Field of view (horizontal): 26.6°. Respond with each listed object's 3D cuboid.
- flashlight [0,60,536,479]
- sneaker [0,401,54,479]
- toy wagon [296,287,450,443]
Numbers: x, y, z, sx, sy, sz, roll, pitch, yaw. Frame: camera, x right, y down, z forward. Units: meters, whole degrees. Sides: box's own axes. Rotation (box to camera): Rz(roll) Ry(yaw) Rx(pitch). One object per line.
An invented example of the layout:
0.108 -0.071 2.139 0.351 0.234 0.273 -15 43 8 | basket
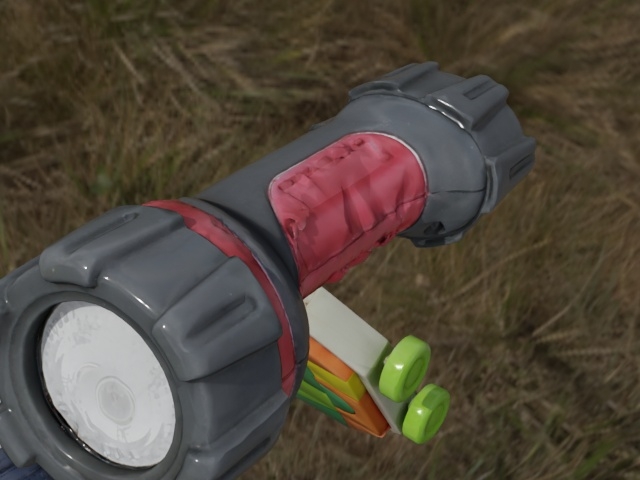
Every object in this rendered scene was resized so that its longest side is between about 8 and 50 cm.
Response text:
0.000 0.000 0.545 0.103 0.103 0.304 57 37 1 | flashlight
-0.330 0.152 1.299 0.282 0.153 0.099 44 42 19 | sneaker
-0.009 0.103 1.262 0.267 0.344 0.068 28 74 25 | toy wagon
